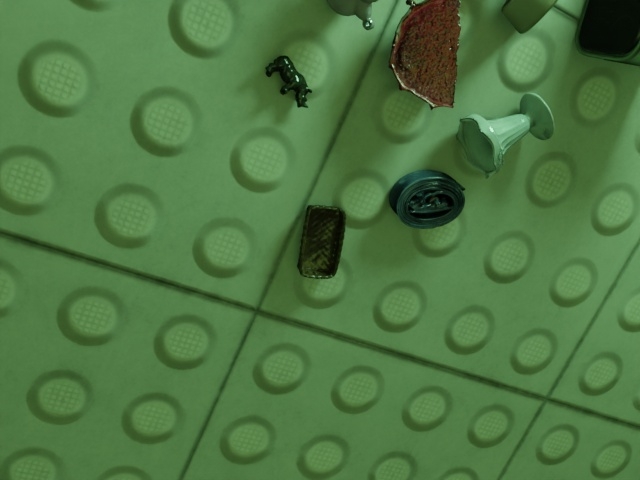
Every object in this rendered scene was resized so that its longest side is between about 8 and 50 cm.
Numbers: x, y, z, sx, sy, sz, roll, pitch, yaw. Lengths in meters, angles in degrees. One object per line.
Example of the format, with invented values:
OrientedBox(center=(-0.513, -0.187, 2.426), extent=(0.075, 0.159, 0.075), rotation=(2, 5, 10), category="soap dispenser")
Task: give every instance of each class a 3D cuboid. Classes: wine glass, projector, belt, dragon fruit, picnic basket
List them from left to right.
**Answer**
OrientedBox(center=(0.000, 0.000, 1.642), extent=(0.110, 0.055, 0.193), rotation=(5, 109, -15), category="picnic basket")
OrientedBox(center=(0.231, -0.441, 1.506), extent=(0.161, 0.126, 0.274), rotation=(0, 101, -4), category="dragon fruit")
OrientedBox(center=(0.277, -0.104, 1.659), extent=(0.190, 0.082, 0.141), rotation=(-3, 116, -12), category="belt")
OrientedBox(center=(0.461, -0.266, 1.608), extent=(0.197, 0.165, 0.164), rotation=(-25, 114, -8), category="wine glass")
OrientedBox(center=(0.799, -0.538, 1.538), extent=(0.249, 0.248, 0.248), rotation=(4, 110, -16), category="projector")

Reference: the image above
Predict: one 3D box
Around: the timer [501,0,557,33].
OrientedBox(center=(0.423, -0.625, 1.484), extent=(0.266, 0.175, 0.175), rotation=(38, 98, -5), category="timer")

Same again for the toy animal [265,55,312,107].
OrientedBox(center=(-0.066, -0.361, 1.493), extent=(0.065, 0.047, 0.135), rotation=(-40, 109, -6), category="toy animal")

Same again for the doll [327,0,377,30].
OrientedBox(center=(0.058, -0.628, 1.371), extent=(0.094, 0.160, 0.365), rotation=(-38, 121, -41), category="doll")
